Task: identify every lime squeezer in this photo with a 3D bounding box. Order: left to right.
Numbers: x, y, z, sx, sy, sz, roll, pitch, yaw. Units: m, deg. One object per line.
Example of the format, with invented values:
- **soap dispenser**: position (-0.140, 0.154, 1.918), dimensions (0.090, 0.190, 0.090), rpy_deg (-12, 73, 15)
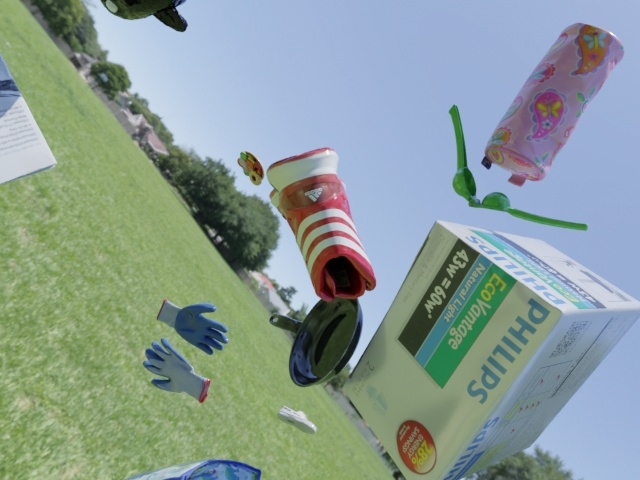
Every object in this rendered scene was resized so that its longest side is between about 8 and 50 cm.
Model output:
- **lime squeezer**: position (0.304, -0.096, 0.767), dimensions (0.310, 0.110, 0.058), rpy_deg (53, 17, 25)

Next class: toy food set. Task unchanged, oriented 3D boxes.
- **toy food set**: position (-0.166, -0.176, 1.047), dimensions (0.082, 0.020, 0.083), rpy_deg (43, -31, 8)

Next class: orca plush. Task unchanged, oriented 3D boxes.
- **orca plush**: position (-0.221, -0.392, 0.697), dimensions (0.151, 0.286, 0.102), rpy_deg (-86, 161, -59)

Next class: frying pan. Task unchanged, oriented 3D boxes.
- **frying pan**: position (-0.026, 0.200, 0.844), dimensions (0.053, 0.197, 0.326), rpy_deg (34, -40, -21)

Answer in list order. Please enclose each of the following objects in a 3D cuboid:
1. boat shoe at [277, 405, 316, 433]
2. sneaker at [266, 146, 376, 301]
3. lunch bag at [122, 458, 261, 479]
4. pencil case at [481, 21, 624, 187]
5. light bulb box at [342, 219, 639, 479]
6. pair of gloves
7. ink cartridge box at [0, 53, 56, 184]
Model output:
- **boat shoe**: position (-0.049, 0.399, 0.983), dimensions (0.100, 0.035, 0.035), rpy_deg (10, -54, 30)
- **sneaker**: position (0.000, 0.000, 0.441), dimensions (0.221, 0.086, 0.128), rpy_deg (30, 44, -81)
- **lunch bag**: position (-0.174, 0.338, 0.578), dimensions (0.151, 0.128, 0.096), rpy_deg (47, 31, -40)
- **pencil case**: position (0.417, -0.242, 0.795), dimensions (0.124, 0.284, 0.124), rpy_deg (32, 1, -1)
- **light bulb box**: position (0.290, 0.186, 0.750), dimensions (0.360, 0.358, 0.225), rpy_deg (7, 27, -40)
- **pair of gloves**: position (-0.258, 0.203, 0.836), dimensions (0.159, 0.198, 0.023), rpy_deg (24, 6, 15)
- **ink cartridge box**: position (-0.612, -0.234, 0.710), dimensions (0.223, 0.129, 0.308), rpy_deg (-2, -64, 31)
